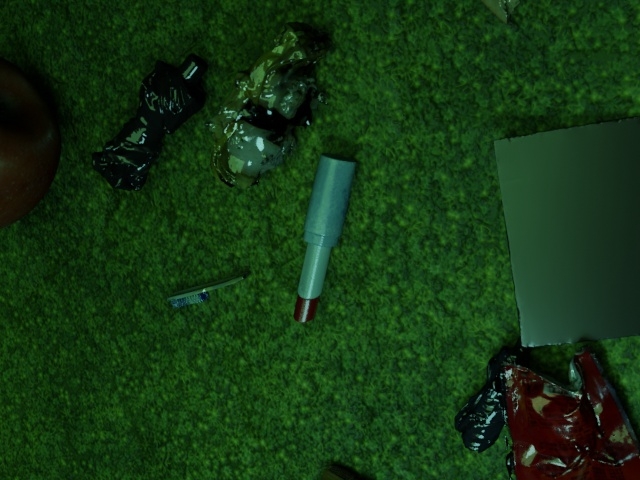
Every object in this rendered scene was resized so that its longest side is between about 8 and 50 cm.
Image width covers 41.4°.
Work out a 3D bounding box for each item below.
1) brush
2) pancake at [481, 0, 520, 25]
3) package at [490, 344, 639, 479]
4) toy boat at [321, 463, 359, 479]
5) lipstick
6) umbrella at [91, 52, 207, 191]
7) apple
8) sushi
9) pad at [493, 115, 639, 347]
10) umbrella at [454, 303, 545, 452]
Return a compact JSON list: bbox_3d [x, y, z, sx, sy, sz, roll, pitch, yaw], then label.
[{"bbox_3d":[-0.196,0.089,1.491,0.179,0.033,0.030,-16,96,29],"label":"brush"},{"bbox_3d":[0.243,-0.459,1.160,0.212,0.056,0.257,35,105,12],"label":"pancake"},{"bbox_3d":[0.351,0.282,1.192,0.194,0.071,0.269,-13,95,24],"label":"package"},{"bbox_3d":[0.067,0.416,1.393,0.149,0.049,0.047,22,138,21],"label":"toy boat"},{"bbox_3d":[0.000,0.000,1.351,0.061,0.068,0.273,17,104,19],"label":"lipstick"},{"bbox_3d":[-0.287,-0.209,1.456,0.110,0.122,0.272,29,113,-26],"label":"umbrella"},{"bbox_3d":[-0.644,-0.179,1.519,0.277,0.348,0.348,-32,83,30],"label":"apple"},{"bbox_3d":[-0.084,-0.203,1.330,0.131,0.139,0.291,40,113,9],"label":"sushi"},{"bbox_3d":[0.358,-0.008,1.169,0.202,0.005,0.299,-9,94,15],"label":"pad"},{"bbox_3d":[0.269,0.205,1.241,0.071,0.071,0.248,33,113,20],"label":"umbrella"}]
